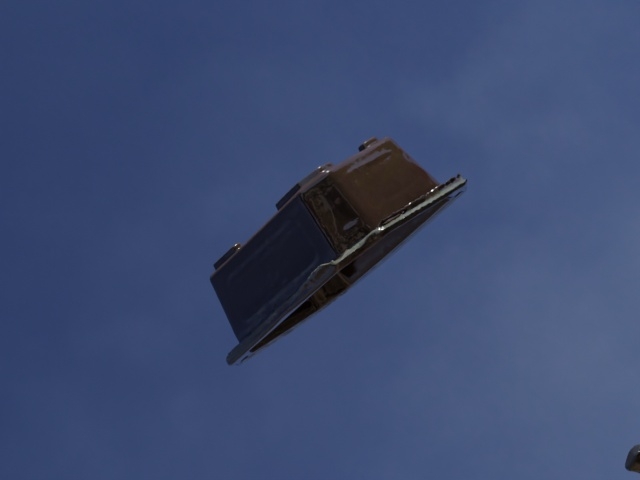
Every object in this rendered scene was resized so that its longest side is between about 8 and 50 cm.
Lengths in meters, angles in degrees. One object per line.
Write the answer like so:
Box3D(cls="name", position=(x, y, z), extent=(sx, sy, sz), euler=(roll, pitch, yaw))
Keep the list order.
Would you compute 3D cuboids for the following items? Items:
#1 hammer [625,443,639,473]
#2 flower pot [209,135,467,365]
Box3D(cls="hammer", position=(0.374, 0.261, 1.641), extent=(0.201, 0.021, 0.078), euler=(40, -81, -16))
Box3D(cls="flower pot", position=(0.000, 0.000, 1.427), extent=(0.179, 0.084, 0.251), euler=(-30, -9, -42))
